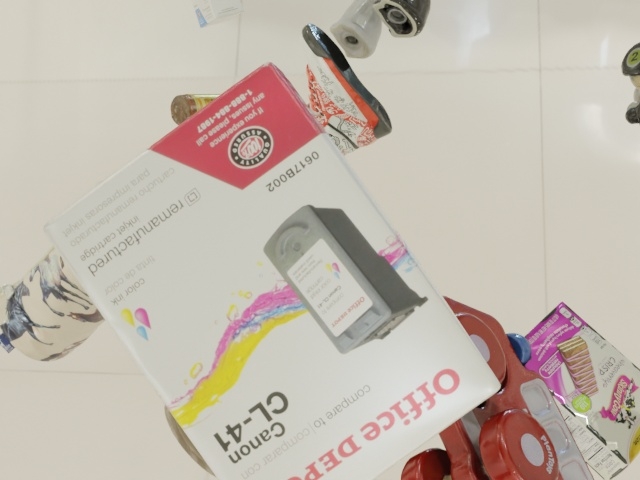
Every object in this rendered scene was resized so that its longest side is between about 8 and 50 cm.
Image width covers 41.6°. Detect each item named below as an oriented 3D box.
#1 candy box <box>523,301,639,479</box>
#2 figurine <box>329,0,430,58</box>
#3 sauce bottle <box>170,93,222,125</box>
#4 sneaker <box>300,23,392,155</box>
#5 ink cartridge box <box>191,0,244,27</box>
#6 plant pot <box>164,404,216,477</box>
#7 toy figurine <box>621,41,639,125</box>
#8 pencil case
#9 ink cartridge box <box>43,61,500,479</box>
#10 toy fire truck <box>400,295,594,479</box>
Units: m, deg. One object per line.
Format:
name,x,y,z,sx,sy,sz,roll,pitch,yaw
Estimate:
candy box,0.405,0.227,1.294,0.233,0.071,0.159,44,55,17
figurine,0.134,-0.441,1.500,0.092,0.214,0.210,40,64,-23
sauce bottle,-0.130,-0.166,1.065,0.042,0.128,0.042,11,107,39
sneaker,0.004,-0.251,1.501,0.145,0.270,0.090,-27,44,21
ink cartridge box,-0.169,-0.395,1.280,0.052,0.088,0.123,-20,101,-20
plant pot,-0.113,0.263,1.488,0.323,0.323,0.280,38,51,15
toy figurine,0.458,-0.192,0.975,0.213,0.209,0.148,-19,101,23
pencil case,-0.424,0.058,1.476,0.410,0.183,0.160,-40,33,35
ink cartridge box,-0.035,0.049,0.683,0.226,0.131,0.306,-36,86,2
toy fire truck,0.209,0.211,1.057,0.169,0.253,0.302,-39,66,37
